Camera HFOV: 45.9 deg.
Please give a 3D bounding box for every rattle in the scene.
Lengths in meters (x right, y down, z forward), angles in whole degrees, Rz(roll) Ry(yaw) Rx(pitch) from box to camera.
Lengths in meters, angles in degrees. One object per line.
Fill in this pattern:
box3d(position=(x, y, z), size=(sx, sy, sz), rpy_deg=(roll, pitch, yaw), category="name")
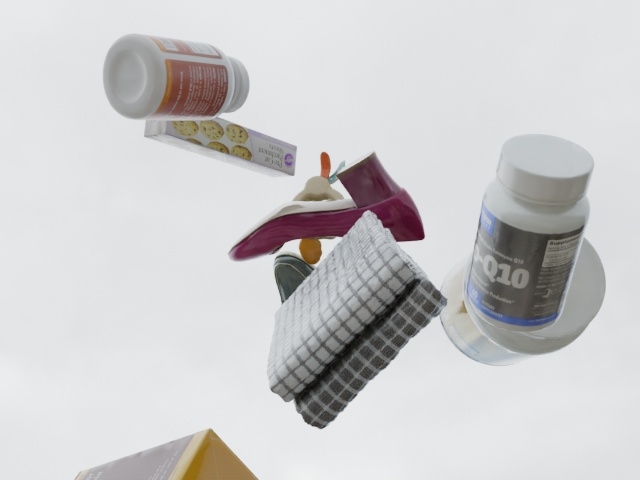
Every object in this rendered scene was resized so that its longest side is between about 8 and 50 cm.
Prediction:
box3d(position=(0.008, -0.070, 1.634), size=(0.130, 0.199, 0.143), rpy_deg=(-8, -34, 19), category="rattle")

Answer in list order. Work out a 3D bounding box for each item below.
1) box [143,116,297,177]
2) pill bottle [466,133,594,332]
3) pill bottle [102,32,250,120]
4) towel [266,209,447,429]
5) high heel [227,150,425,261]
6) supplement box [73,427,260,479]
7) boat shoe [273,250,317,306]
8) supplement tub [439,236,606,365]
box3d(position=(-0.174, -0.182, 1.387), size=(0.063, 0.067, 0.324), rpy_deg=(0, -10, 41), category="box")
box3d(position=(0.157, -0.005, 0.568), size=(0.078, 0.078, 0.137), rpy_deg=(-4, -54, -9), category="pill bottle")
box3d(position=(-0.208, -0.240, 1.138), size=(0.121, 0.121, 0.216), rpy_deg=(-37, -14, 31), category="pill bottle")
box3d(position=(0.041, 0.101, 1.013), size=(0.121, 0.283, 0.235), rpy_deg=(41, -83, -9), category="towel")
box3d(position=(0.000, 0.000, 1.382), size=(0.377, 0.127, 0.181), rpy_deg=(-29, -80, 33), category="high heel")
box3d(position=(-0.155, 0.288, 0.629), size=(0.194, 0.191, 0.129), rpy_deg=(-26, -69, 33), category="supplement box")
box3d(position=(-0.027, 0.170, 1.710), size=(0.116, 0.099, 0.319), rpy_deg=(-7, -58, 29), category="boat shoe")
box3d(position=(0.348, 0.098, 1.340), size=(0.228, 0.228, 0.316), rpy_deg=(-7, -14, -5), category="supplement tub")
